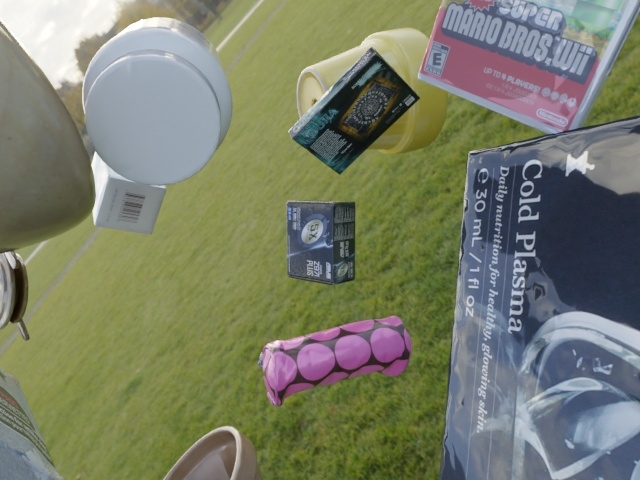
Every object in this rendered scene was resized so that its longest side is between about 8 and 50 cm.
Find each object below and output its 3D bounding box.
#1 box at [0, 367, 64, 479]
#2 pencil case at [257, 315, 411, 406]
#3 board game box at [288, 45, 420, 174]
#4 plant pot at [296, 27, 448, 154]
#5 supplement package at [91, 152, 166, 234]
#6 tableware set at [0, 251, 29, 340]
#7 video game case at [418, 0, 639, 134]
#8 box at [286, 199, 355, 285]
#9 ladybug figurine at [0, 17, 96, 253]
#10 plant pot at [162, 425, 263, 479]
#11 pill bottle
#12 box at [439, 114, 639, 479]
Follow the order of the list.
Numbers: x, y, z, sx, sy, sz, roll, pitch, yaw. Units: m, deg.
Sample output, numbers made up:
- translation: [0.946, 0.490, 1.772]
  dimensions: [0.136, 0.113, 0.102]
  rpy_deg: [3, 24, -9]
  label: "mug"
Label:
- translation: [-0.262, 0.111, 0.272]
  dimensions: [0.163, 0.247, 0.142]
  rpy_deg: [-34, 57, -18]
  label: "box"
- translation: [0.022, 0.169, 0.782]
  dimensions: [0.209, 0.098, 0.095]
  rpy_deg: [-8, 28, -17]
  label: "pencil case"
- translation: [0.055, -0.204, 0.901]
  dimensions: [0.186, 0.126, 0.026]
  rpy_deg: [-42, 44, 18]
  label: "board game box"
- translation: [0.090, -0.291, 1.145]
  dimensions: [0.239, 0.254, 0.254]
  rpy_deg: [-15, 13, -21]
  label: "plant pot"
- translation: [-0.367, -0.107, 1.046]
  dimensions: [0.105, 0.105, 0.179]
  rpy_deg: [-65, 35, 24]
  label: "supplement package"
- translation: [-0.364, 0.023, 0.626]
  dimensions: [0.194, 0.039, 0.128]
  rpy_deg: [42, 115, 34]
  label: "tableware set"
- translation: [0.232, -0.274, 0.582]
  dimensions: [0.025, 0.204, 0.285]
  rpy_deg: [-22, -44, -47]
  label: "video game case"
- translation: [0.000, 0.000, 1.255]
  dimensions: [0.147, 0.077, 0.180]
  rpy_deg: [7, 100, 43]
  label: "box"
- translation: [-0.371, -0.134, 0.440]
  dimensions: [0.162, 0.449, 0.305]
  rpy_deg: [-45, -25, -26]
  label: "ladybug figurine"
- translation: [-0.140, 0.368, 0.703]
  dimensions: [0.237, 0.110, 0.237]
  rpy_deg: [-45, 16, 16]
  label: "plant pot"
- translation: [-0.151, -0.136, 0.529]
  dimensions: [0.131, 0.131, 0.229]
  rpy_deg: [-44, 26, 9]
  label: "pill bottle"
- translation: [0.365, 0.148, 0.449]
  dimensions: [0.472, 0.297, 0.480]
  rpy_deg: [-3, 80, 59]
  label: "box"
